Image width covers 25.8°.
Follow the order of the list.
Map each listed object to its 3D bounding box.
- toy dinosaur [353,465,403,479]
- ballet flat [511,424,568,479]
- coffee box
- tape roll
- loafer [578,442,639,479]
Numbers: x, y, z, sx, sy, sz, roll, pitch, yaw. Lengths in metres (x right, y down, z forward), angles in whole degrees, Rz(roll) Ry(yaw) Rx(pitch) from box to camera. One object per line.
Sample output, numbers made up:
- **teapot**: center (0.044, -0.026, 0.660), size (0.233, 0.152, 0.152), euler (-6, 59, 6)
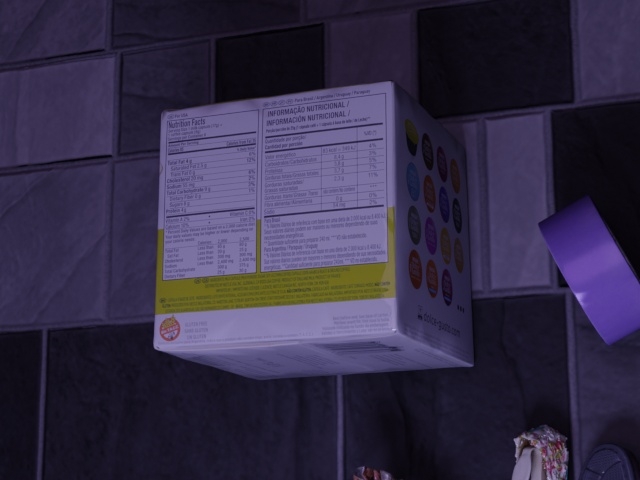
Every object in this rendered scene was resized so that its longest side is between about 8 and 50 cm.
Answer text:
- **toy dinosaur**: center (0.141, 0.447, 1.888), size (0.200, 0.127, 0.296), euler (-2, 89, 28)
- **ballet flat**: center (0.284, 0.365, 1.865), size (0.091, 0.077, 0.241), euler (-17, 66, 48)
- **coffee box**: center (0.000, 0.000, 1.920), size (0.338, 0.337, 0.335), euler (-6, 76, 21)
- **tape roll**: center (0.370, 0.039, 1.852), size (0.080, 0.189, 0.189), euler (-30, 69, 12)
- **loafer**: center (0.396, 0.421, 1.822), size (0.109, 0.095, 0.303), euler (-18, 64, 48)
